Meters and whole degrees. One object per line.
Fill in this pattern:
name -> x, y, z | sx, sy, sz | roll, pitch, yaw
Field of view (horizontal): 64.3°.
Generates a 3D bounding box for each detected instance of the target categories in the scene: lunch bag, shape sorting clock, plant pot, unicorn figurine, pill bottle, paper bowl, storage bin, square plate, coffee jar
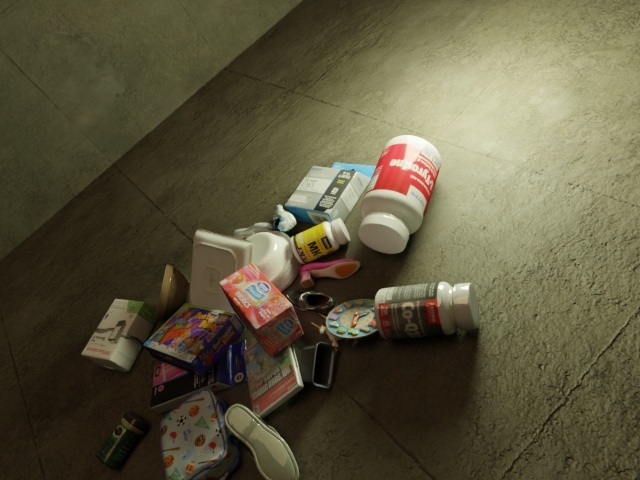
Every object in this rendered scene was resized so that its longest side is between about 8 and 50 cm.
lunch bag -> -0.382, 0.642, 1.627 | 0.243, 0.115, 0.303 | -33, 41, -2
shape sorting clock -> 0.119, 0.253, 1.672 | 0.206, 0.040, 0.206 | -8, 29, 4
plant pot -> -0.606, 0.221, 2.110 | 0.110, 0.237, 0.237 | 12, 46, -14
unicorn figurine -> 0.058, 0.315, 1.690 | 0.162, 0.060, 0.111 | -12, 36, 3
pill bottle -> 0.281, -0.165, 1.847 | 0.229, 0.229, 0.407 | 2, 54, 34
paper bowl -> -0.229, 0.081, 2.011 | 0.284, 0.148, 0.284 | -18, 44, 19
pill bottle -> 0.320, 0.210, 1.535 | 0.283, 0.161, 0.161 | -10, 48, 26
storage bin -> -0.013, 0.400, 1.628 | 0.091, 0.098, 0.135 | -15, 59, 45
square plate -> -0.405, 0.148, 1.982 | 0.344, 0.049, 0.347 | 12, 99, 40
coffee jar -> -0.695, 0.700, 1.794 | 0.096, 0.079, 0.184 | 15, 63, 43
pill bottle -> 0.000, 0.000, 1.957 | 0.208, 0.119, 0.119 | -25, 43, 12

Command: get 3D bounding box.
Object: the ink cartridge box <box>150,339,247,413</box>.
ink cartridge box -> -0.441, 0.483, 1.846 | 0.371, 0.069, 0.175 | -22, 43, 11

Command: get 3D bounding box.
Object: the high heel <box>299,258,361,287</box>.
high heel -> 0.034, 0.095, 1.894 | 0.244, 0.082, 0.117 | -25, 34, 17

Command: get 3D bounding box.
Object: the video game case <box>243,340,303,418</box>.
video game case -> -0.164, 0.427, 1.699 | 0.204, 0.025, 0.285 | -41, 37, 15

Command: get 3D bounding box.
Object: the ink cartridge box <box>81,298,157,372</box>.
ink cartridge box -> -0.832, 0.393, 2.130 | 0.198, 0.115, 0.273 | 0, 53, 32

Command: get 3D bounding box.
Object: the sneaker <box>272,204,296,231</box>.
sneaker -> -0.171, -0.092, 2.134 | 0.086, 0.085, 0.237 | -29, 20, -10

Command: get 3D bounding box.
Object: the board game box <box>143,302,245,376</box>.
board game box -> -0.473, 0.357, 1.889 | 0.347, 0.078, 0.233 | 2, 40, 45

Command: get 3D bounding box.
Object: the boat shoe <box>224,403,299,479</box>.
boat shoe -> -0.165, 0.612, 1.527 | 0.114, 0.091, 0.302 | -42, 61, -8

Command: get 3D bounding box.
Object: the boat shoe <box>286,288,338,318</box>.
boat shoe -> -0.036, 0.210, 1.824 | 0.233, 0.079, 0.084 | 14, 61, 42

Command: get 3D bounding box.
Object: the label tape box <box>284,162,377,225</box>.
label tape box -> 0.048, -0.226, 2.137 | 0.249, 0.115, 0.347 | 13, 62, 39

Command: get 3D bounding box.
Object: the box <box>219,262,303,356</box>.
box -> -0.205, 0.230, 1.740 | 0.142, 0.154, 0.300 | -32, 40, -17

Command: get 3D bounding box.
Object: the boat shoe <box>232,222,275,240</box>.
boat shoe -> -0.288, -0.016, 2.196 | 0.226, 0.083, 0.075 | -14, 57, 38
